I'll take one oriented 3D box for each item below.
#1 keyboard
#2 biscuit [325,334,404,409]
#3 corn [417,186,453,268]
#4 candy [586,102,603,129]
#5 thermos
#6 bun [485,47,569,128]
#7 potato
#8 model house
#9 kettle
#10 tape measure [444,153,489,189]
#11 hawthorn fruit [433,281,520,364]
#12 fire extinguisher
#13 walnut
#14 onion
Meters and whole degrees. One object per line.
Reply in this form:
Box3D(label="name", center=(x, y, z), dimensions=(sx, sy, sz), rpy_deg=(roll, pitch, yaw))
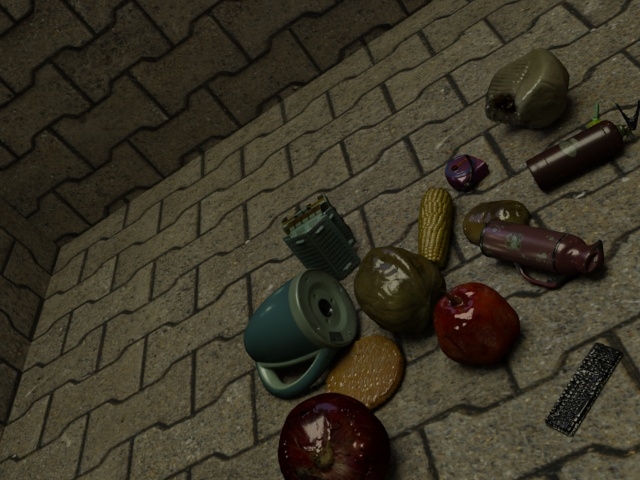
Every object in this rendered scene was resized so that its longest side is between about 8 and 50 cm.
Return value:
Box3D(label="keyboard", center=(0.583, 0.325, 1.597), dimensions=(0.231, 0.023, 0.072), rpy_deg=(-51, 36, -16))
Box3D(label="biscuit", center=(0.123, 0.371, 1.992), dimensions=(0.254, 0.035, 0.254), rpy_deg=(-27, 34, 20))
Box3D(label="corn", center=(0.345, -0.037, 2.193), dimensions=(0.106, 0.106, 0.305), rpy_deg=(-16, 42, 32))
Box3D(label="candy", center=(0.827, -0.363, 2.155), dimensions=(0.062, 0.058, 0.194), rpy_deg=(-55, 7, 42))
Box3D(label="thermos", center=(0.571, 0.034, 1.868), dimensions=(0.330, 0.109, 0.136), rpy_deg=(16, 62, 49))
Box3D(label="bun", center=(0.673, -0.464, 2.284), dimensions=(0.281, 0.205, 0.281), rpy_deg=(-36, 37, 32))
Box3D(label="potato", center=(0.501, -0.063, 2.090), dimensions=(0.200, 0.081, 0.164), rpy_deg=(-10, 44, 41))
Box3D(label="model house", center=(0.000, 0.000, 2.395), dimensions=(0.198, 0.224, 0.215), rpy_deg=(-30, 30, 11))
Box3D(label="kettle", center=(-0.087, 0.296, 2.144), dimensions=(0.342, 0.247, 0.319), rpy_deg=(-34, 54, 34))
Box3D(label="tape measure", center=(0.465, -0.217, 2.314), dimensions=(0.118, 0.074, 0.125), rpy_deg=(-38, 37, -6))
Box3D(label="hawthorn fruit", center=(0.365, 0.185, 1.781), dimensions=(0.207, 0.243, 0.207), rpy_deg=(-29, 34, 22))
Box3D(label="fire extinguisher", center=(0.752, -0.278, 2.038), dimensions=(0.344, 0.138, 0.102), rpy_deg=(-29, 13, 18))
Box3D(label="walnut", center=(0.212, 0.133, 2.004), dimensions=(0.227, 0.283, 0.283), rpy_deg=(-22, 24, -28))
Box3D(label="onion", center=(0.033, 0.509, 1.743), dimensions=(0.276, 0.276, 0.276), rpy_deg=(-26, 35, 21))
